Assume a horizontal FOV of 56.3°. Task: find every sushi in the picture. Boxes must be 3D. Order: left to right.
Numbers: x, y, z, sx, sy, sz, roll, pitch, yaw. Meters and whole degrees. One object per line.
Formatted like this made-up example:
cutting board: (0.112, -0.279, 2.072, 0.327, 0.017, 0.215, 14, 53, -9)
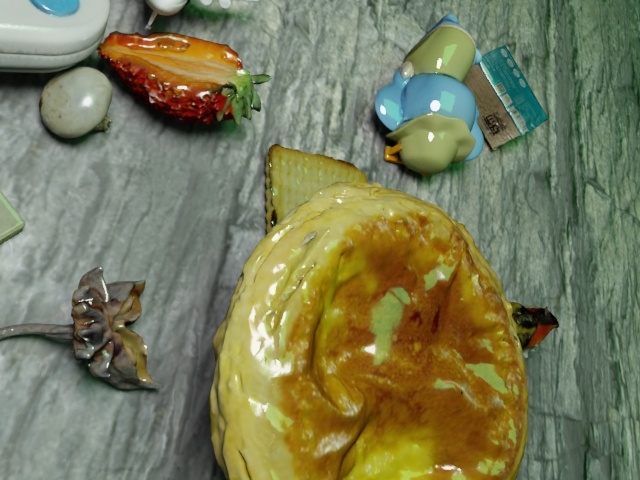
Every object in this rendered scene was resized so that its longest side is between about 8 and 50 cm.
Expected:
sushi: (0.262, 0.136, 0.903, 0.226, 0.097, 0.103, 4, 112, -39)

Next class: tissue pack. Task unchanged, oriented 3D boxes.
tissue pack: (0.333, -0.268, 1.120, 0.120, 0.082, 0.169, -33, 93, -40)

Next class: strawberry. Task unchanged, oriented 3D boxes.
strawberry: (-0.163, -0.188, 0.726, 0.192, 0.085, 0.140, -15, 54, -35)

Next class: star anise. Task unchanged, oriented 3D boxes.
star anise: (-0.288, 0.120, 0.572, 0.228, 0.218, 0.148, -9, 112, 2)

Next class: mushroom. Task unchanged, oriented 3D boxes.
mushroom: (-0.264, -0.147, 0.666, 0.079, 0.085, 0.085, 61, 31, -61)

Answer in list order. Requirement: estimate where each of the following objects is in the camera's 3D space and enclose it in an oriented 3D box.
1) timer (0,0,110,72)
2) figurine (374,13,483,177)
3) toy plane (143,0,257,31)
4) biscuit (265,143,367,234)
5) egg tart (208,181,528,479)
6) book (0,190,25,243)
timer: (-0.359, -0.276, 0.604, 0.262, 0.087, 0.236, -8, 66, -35)
figurine: (0.194, -0.226, 0.961, 0.180, 0.154, 0.262, 48, 62, -42)
toy plane: (-0.189, -0.340, 0.749, 0.251, 0.101, 0.255, 22, 41, -28)
biscuit: (0.000, 0.000, 0.815, 0.172, 0.029, 0.254, 10, 68, -33)
egg tart: (0.056, 0.152, 0.682, 0.444, 0.178, 0.442, 7, 77, -35)
book: (-0.442, -0.070, 0.530, 0.282, 0.025, 0.215, 52, 51, -9)
